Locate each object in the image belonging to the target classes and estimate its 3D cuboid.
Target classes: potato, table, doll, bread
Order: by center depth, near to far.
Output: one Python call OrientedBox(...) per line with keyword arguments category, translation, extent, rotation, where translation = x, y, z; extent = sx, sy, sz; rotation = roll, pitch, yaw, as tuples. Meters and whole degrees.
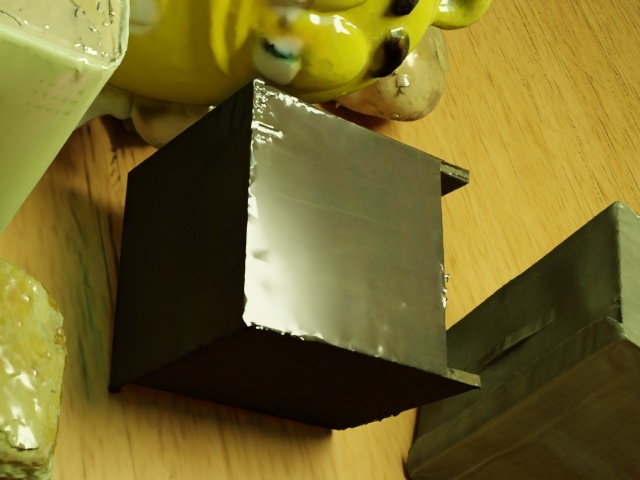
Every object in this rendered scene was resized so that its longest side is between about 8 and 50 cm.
OrientedBox(category="bread", translation=(-0.230, 0.070, 0.584), extent=(0.196, 0.102, 0.138), rotation=(23, 46, -29))
OrientedBox(category="doll", translation=(-0.136, -0.216, 0.698), extent=(0.161, 0.423, 0.348), rotation=(-82, 149, -59))
OrientedBox(category="table", translation=(-0.018, 0.025, 0.750), extent=(0.193, 0.172, 0.169), rotation=(17, 61, -34))
OrientedBox(category="potato", translation=(0.047, -0.207, 1.083), extent=(0.161, 0.128, 0.235), rotation=(19, 39, -53))

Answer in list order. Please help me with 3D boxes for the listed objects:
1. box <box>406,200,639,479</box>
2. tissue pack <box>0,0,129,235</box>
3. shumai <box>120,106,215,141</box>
OrientedBox(category="box", translation=(0.199, 0.113, 0.841), extent=(0.155, 0.231, 0.149), rotation=(33, 40, -15))
OrientedBox(category="tissue pack", translation=(-0.232, -0.088, 0.614), extent=(0.159, 0.234, 0.125), rotation=(19, 47, -30))
OrientedBox(category="shumai", translation=(-0.099, -0.163, 0.887), extent=(0.161, 0.209, 0.153), rotation=(-33, 114, -66))
